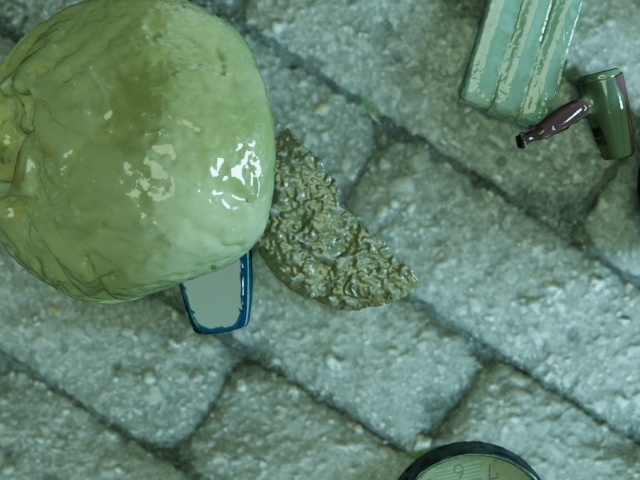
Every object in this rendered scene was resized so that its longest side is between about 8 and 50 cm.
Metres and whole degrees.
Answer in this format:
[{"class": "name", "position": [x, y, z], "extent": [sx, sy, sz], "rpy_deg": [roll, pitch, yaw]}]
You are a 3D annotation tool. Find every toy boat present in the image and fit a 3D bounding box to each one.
[{"class": "toy boat", "position": [-0.138, -0.035, 1.266], "extent": [0.096, 0.062, 0.299], "rpy_deg": [-8, 95, 0]}]

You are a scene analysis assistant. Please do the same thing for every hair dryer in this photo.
[{"class": "hair dryer", "position": [0.295, -0.136, 1.257], "extent": [0.154, 0.054, 0.106], "rpy_deg": [-16, 99, -17]}]

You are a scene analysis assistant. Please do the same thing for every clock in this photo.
[{"class": "clock", "position": [0.185, 0.356, 1.314], "extent": [0.215, 0.042, 0.214], "rpy_deg": [0, 95, -2]}]

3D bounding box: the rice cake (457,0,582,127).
[{"class": "rice cake", "position": [0.241, -0.245, 1.269], "extent": [0.124, 0.038, 0.211], "rpy_deg": [20, 95, -3]}]

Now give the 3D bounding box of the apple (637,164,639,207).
[{"class": "apple", "position": [0.465, -0.059, 1.232], "extent": [0.197, 0.157, 0.196], "rpy_deg": [0, 87, -6]}]

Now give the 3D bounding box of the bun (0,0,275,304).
[{"class": "bun", "position": [-0.221, -0.090, 1.120], "extent": [0.352, 0.227, 0.349], "rpy_deg": [47, 119, 32]}]

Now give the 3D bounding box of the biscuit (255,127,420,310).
[{"class": "biscuit", "position": [-0.005, -0.001, 1.287], "extent": [0.133, 0.032, 0.250], "rpy_deg": [-40, 95, 3]}]
